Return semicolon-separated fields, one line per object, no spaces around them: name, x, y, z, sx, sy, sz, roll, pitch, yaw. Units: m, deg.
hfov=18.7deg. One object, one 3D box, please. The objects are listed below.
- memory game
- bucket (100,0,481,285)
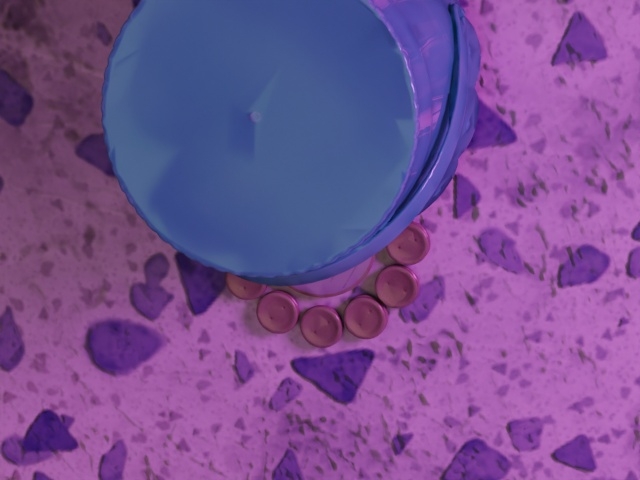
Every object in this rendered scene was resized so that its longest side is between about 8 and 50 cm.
memory game;0.000;0.000;1.597;0.186;0.012;0.186;4;107;15
bucket;-0.023;-0.103;1.472;0.281;0.183;0.281;3;102;15
